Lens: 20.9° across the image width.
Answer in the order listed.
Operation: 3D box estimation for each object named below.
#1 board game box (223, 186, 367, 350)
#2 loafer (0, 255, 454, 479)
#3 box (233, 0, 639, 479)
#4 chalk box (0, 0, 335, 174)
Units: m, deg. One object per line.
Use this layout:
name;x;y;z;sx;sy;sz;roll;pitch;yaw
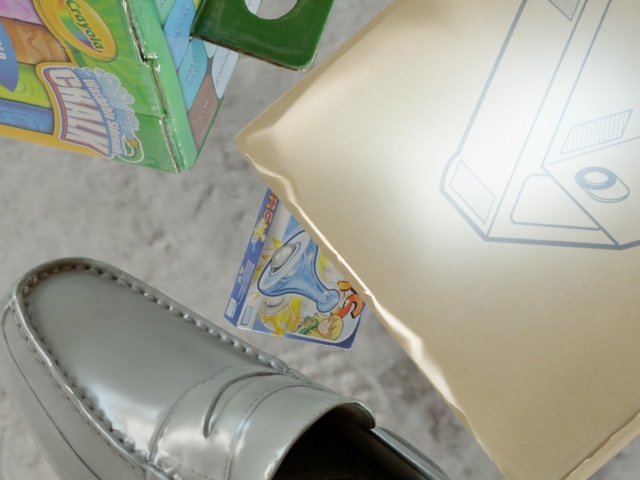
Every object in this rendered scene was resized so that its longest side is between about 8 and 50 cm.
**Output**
board game box;0.000;0.000;1.704;0.136;0.035;0.201;13;102;-30
loafer;-0.015;0.098;0.739;0.319;0.111;0.112;35;47;19
box;0.092;-0.043;0.515;0.201;0.164;0.021;-41;144;2
chalk box;-0.133;-0.168;0.985;0.289;0.179;0.180;11;61;14
